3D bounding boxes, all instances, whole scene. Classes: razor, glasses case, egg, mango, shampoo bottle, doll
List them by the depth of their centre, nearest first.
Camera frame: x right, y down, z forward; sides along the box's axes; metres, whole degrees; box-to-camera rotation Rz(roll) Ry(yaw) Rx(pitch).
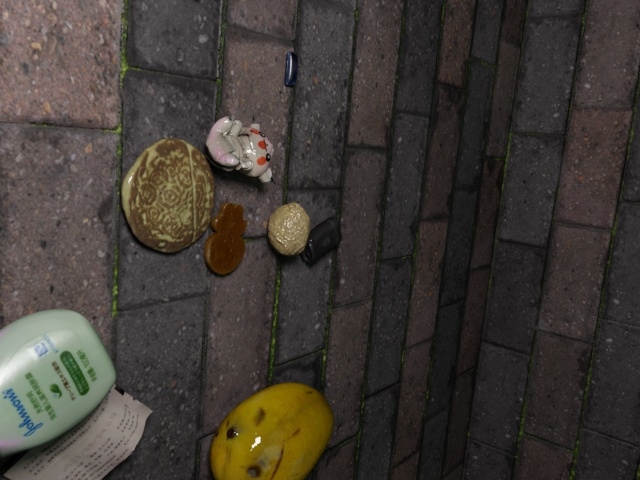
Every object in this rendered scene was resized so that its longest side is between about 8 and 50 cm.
[{"bbox_3d":[-0.537,0.274,1.011,0.349,0.151,0.221,-36,120,-40],"label":"shampoo bottle"},{"bbox_3d":[-0.181,-0.203,1.369,0.192,0.095,0.149,-1,71,-54],"label":"doll"},{"bbox_3d":[-0.072,-0.434,1.511,0.033,0.023,0.083,-5,104,-50],"label":"glasses case"},{"bbox_3d":[-0.080,-0.029,1.541,0.116,0.118,0.140,-5,96,-34],"label":"egg"},{"bbox_3d":[-0.103,0.533,1.591,0.445,0.221,0.301,4,95,-56],"label":"mango"},{"bbox_3d":[0.000,0.000,1.701,0.148,0.054,0.090,-38,128,-39],"label":"razor"}]

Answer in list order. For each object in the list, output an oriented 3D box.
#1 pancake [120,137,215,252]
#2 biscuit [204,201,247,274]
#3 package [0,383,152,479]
[{"bbox_3d":[-0.322,-0.093,1.280,0.250,0.031,0.250,-19,115,-49],"label":"pancake"},{"bbox_3d":[-0.226,-0.004,1.434,0.124,0.026,0.175,8,94,-54],"label":"biscuit"},{"bbox_3d":[-0.476,0.405,1.204,0.251,0.062,0.204,-52,135,-24],"label":"package"}]
